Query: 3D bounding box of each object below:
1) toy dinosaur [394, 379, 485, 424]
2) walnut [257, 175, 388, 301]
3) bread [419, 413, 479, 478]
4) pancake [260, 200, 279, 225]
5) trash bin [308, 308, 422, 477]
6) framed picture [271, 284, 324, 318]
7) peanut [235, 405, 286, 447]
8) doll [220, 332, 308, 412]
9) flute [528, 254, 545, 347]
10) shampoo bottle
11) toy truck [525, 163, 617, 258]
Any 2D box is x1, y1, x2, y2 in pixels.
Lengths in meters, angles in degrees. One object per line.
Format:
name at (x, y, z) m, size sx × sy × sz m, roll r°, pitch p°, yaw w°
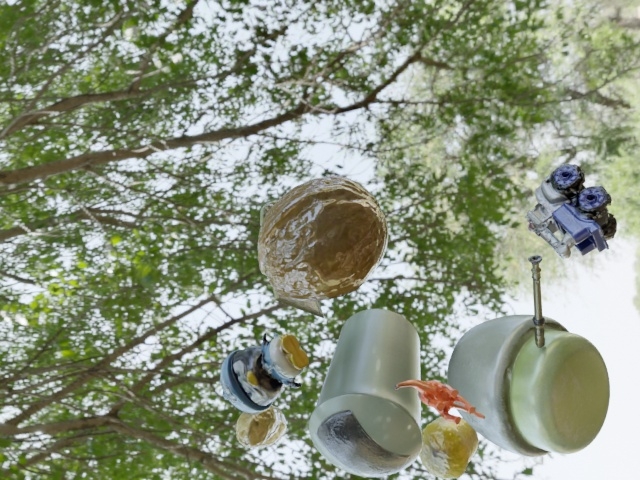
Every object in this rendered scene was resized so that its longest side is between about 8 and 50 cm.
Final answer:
toy dinosaur at (0.234, 0.299, 0.995) m, size 0.279 × 0.101 × 0.055 m, roll 36°, pitch -98°, yaw -29°
walnut at (0.000, 0.000, 1.297) m, size 0.332 × 0.332 × 0.333 m, roll 12°, pitch -105°, yaw -57°
bread at (0.443, 0.713, 1.875) m, size 0.170 × 0.197 × 0.197 m, roll -15°, pitch -82°, yaw -47°
pancake at (-0.108, -0.037, 1.828) m, size 0.253 × 0.037 × 0.254 m, roll 29°, pitch -143°, yaw -25°
trash bin at (0.137, 0.406, 1.444) m, size 0.432 × 0.280 × 0.281 m, roll -68°, pitch -39°, yaw -58°
framed picture at (-0.072, 0.151, 1.595) m, size 0.183 × 0.011 × 0.142 m, roll 26°, pitch -151°, yaw -34°
peanut at (-0.195, 0.612, 1.782) m, size 0.305 × 0.146 × 0.147 m, roll 71°, pitch -155°, yaw -67°
doll at (-0.162, 0.350, 1.411) m, size 0.177 × 0.314 × 0.141 m, roll 56°, pitch -145°, yaw 9°
flute at (0.436, 0.128, 1.082) m, size 0.027 × 0.027 × 0.233 m, roll -55°, pitch -42°, yaw -45°
shampoo bottle at (0.479, 0.335, 1.278) m, size 0.322 × 0.317 × 0.323 m, roll 0°, pitch -90°, yaw -29°
toy truck at (0.599, -0.059, 1.308) m, size 0.161 × 0.177 × 0.213 m, roll 41°, pitch -164°, yaw -43°
